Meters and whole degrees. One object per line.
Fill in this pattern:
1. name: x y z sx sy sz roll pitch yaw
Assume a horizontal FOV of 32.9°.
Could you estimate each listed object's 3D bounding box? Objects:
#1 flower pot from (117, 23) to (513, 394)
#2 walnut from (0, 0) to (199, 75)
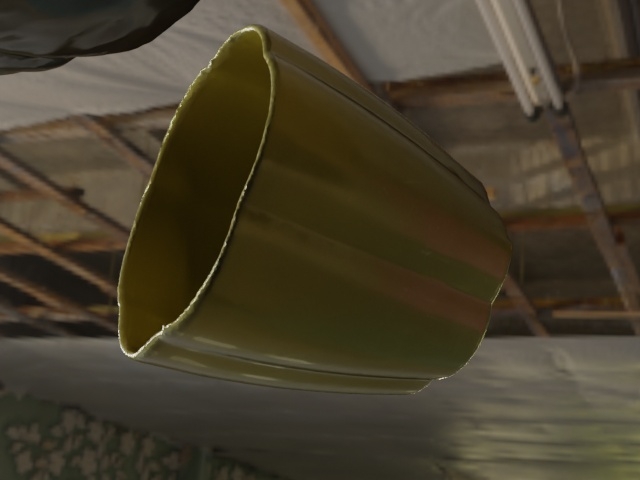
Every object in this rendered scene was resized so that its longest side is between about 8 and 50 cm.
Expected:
1. flower pot: 0.000 0.000 0.625 0.179 0.195 0.195 21 -22 -24
2. walnut: -0.110 -0.157 0.332 0.224 0.224 0.224 4 -17 1
